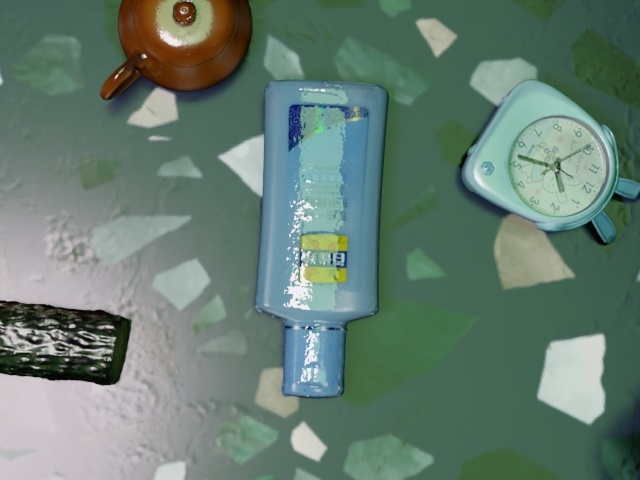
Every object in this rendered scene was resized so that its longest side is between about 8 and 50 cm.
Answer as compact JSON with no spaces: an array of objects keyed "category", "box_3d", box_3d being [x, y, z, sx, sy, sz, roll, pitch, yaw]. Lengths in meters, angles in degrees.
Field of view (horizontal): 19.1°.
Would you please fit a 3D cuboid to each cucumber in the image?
[{"category":"cucumber","box_3d":[-0.304,0.074,1.536,0.293,0.067,0.068,5,87,-1]}]

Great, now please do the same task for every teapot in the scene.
[{"category":"teapot","box_3d":[-0.113,-0.174,1.537,0.173,0.116,0.116,-42,90,-4]}]

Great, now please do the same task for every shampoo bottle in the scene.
[{"category":"shampoo bottle","box_3d":[0.000,0.000,1.558,0.103,0.061,0.258,2,87,-2]}]

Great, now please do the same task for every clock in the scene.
[{"category":"clock","box_3d":[0.200,-0.057,1.580,0.147,0.045,0.108,33,86,-2]}]
